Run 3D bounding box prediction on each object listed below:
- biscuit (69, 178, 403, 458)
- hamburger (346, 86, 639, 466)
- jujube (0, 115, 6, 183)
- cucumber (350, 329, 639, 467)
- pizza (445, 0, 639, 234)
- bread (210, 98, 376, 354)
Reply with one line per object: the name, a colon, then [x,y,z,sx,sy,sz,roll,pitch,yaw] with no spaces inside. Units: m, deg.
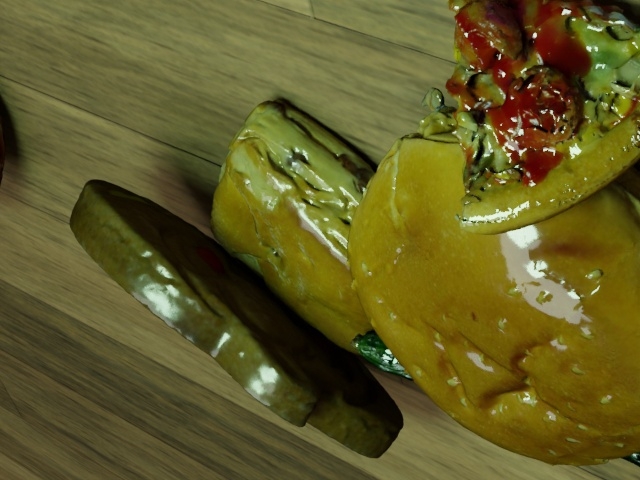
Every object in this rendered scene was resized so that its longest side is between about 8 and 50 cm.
biscuit: [-0.070,0.075,1.367,0.394,0.070,0.350,37,-177,-28]
hamburger: [0.163,0.032,1.064,0.314,0.170,0.290,43,146,2]
jujube: [-0.477,-0.129,1.627,0.197,0.197,0.290,25,132,30]
cucumber: [0.168,0.126,1.230,0.293,0.067,0.067,19,147,11]
pizza: [0.134,-0.110,0.922,0.193,0.201,0.053,47,-171,26]
bread: [0.000,0.000,1.294,0.235,0.099,0.210,38,151,9]
